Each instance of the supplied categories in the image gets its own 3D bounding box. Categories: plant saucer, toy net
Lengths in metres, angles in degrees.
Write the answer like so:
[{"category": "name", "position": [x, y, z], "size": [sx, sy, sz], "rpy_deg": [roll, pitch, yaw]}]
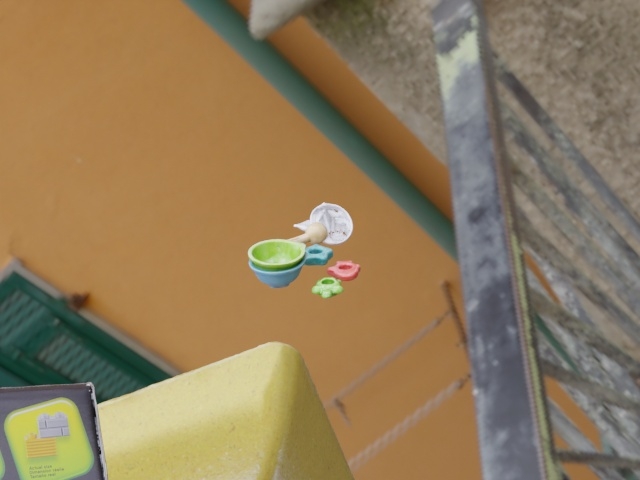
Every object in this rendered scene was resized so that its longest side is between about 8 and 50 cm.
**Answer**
[{"category": "plant saucer", "position": [-0.129, 0.253, 0.919], "size": [0.332, 0.333, 0.081], "rpy_deg": [-19, 47, 1]}, {"category": "toy net", "position": [0.000, 0.000, 1.431], "size": [0.122, 0.045, 0.232], "rpy_deg": [5, 26, 17]}]

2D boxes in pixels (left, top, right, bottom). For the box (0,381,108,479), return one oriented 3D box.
[{"category": "box", "position": [-0.178, 0.076, 0.325], "size": [0.114, 0.207, 0.036], "rpy_deg": [-31, 65, 47]}]
